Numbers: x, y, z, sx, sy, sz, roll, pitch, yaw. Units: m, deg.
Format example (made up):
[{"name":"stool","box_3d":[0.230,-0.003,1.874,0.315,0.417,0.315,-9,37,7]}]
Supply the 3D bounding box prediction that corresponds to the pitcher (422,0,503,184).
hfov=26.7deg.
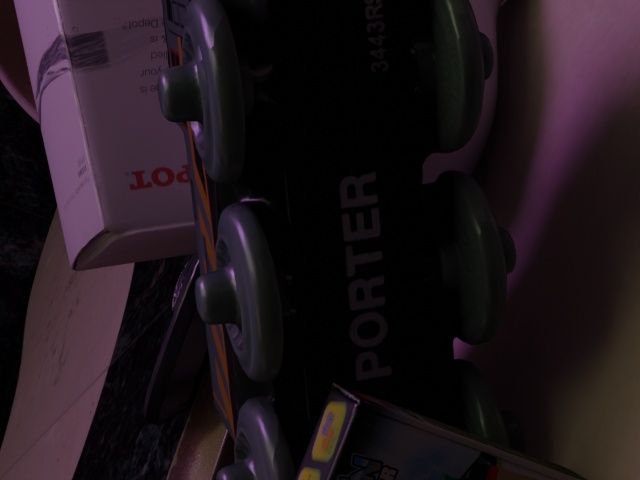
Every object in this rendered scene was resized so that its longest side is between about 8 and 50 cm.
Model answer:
[{"name":"pitcher","box_3d":[0.042,-0.094,0.812,0.207,0.125,0.178,-65,4,-28]}]

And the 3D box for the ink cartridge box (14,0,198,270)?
[{"name":"ink cartridge box","box_3d":[-0.094,-0.135,0.929,0.117,0.207,0.283,-34,67,63]}]

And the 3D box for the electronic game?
[{"name":"electronic game","box_3d":[-0.090,0.038,1.072,0.229,0.048,0.229,-159,90,-90]}]

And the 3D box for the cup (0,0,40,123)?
[{"name":"cup","box_3d":[-0.151,-0.271,1.362,0.331,0.331,0.237,-58,-7,29]}]

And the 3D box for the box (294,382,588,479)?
[{"name":"box","box_3d":[0.021,0.173,0.535,0.207,0.114,0.036,-69,17,-1]}]

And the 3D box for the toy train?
[{"name":"toy train","box_3d":[0.000,0.000,0.624,0.190,0.142,0.334,-135,37,-69]}]

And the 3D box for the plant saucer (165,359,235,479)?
[{"name":"plant saucer","box_3d":[-0.063,0.149,0.866,0.310,0.050,0.310,-161,90,-83]}]
